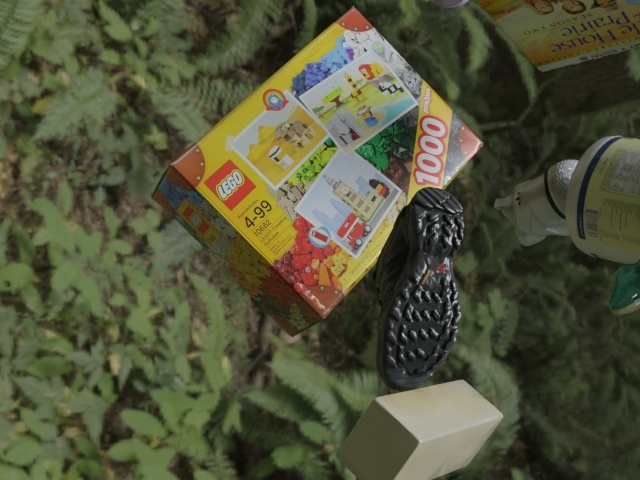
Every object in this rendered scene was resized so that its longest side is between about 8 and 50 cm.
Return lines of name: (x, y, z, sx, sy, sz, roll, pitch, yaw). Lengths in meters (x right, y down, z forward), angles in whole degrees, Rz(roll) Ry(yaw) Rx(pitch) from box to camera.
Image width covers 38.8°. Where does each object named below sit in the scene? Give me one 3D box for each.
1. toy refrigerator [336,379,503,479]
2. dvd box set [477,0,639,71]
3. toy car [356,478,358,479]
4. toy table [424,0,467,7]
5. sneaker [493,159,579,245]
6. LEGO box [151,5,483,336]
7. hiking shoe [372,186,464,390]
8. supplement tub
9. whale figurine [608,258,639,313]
toy refrigerator: (0.142, 0.266, 1.259, 0.094, 0.102, 0.269, 41, 20, 29)
dvd box set: (0.394, -0.413, 1.397, 0.420, 0.308, 0.062, 29, 59, -49)
toy car: (0.090, 0.466, 1.647, 0.053, 0.239, 0.225, 74, 18, -59)
toy table: (0.253, -0.671, 2.064, 0.161, 0.252, 0.274, -14, 83, -56)
sneaker: (0.550, -0.062, 1.957, 0.366, 0.210, 0.137, 17, 66, -36)
LEGO box: (0.002, -0.131, 1.698, 0.372, 0.193, 0.500, 45, 64, -3)
hiking shoe: (0.104, 0.059, 1.018, 0.114, 0.086, 0.227, 142, -37, -71)
supplement tub: (0.636, -0.055, 1.627, 0.235, 0.325, 0.235, -15, 112, -41)
whale figurine: (0.552, 0.021, 1.357, 0.141, 0.272, 0.216, 57, 34, -19)
